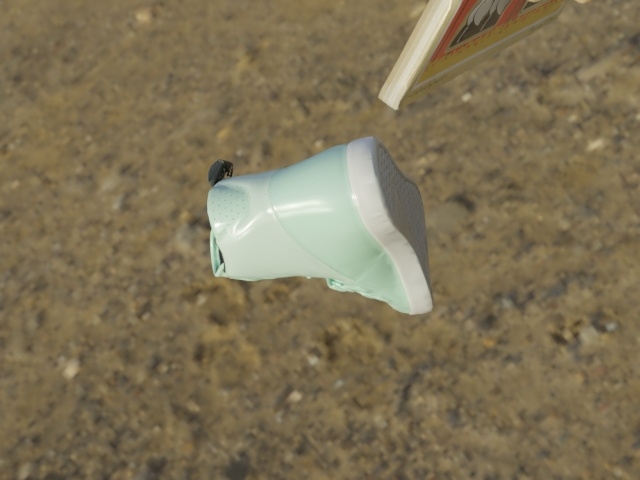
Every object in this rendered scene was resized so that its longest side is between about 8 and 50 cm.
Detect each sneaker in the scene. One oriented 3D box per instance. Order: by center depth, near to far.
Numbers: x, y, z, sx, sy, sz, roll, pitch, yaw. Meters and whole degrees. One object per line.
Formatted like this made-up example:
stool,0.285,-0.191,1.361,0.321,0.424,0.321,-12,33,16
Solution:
sneaker,0.000,-0.001,1.043,0.151,0.256,0.094,-11,67,13

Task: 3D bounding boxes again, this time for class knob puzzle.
knob puzzle,0.116,-0.146,0.560,0.213,0.030,0.213,-47,-15,-16
